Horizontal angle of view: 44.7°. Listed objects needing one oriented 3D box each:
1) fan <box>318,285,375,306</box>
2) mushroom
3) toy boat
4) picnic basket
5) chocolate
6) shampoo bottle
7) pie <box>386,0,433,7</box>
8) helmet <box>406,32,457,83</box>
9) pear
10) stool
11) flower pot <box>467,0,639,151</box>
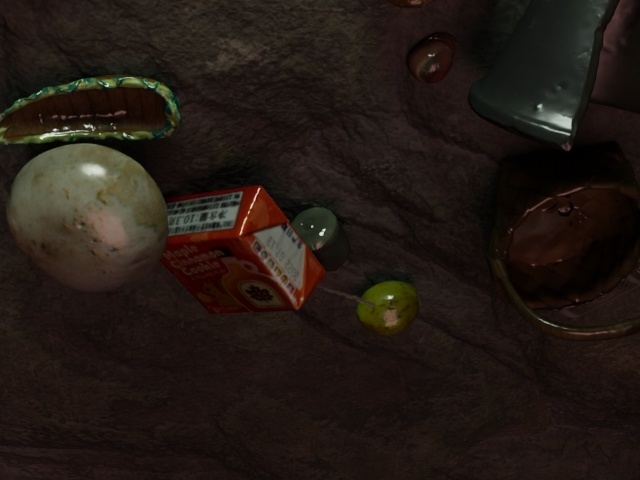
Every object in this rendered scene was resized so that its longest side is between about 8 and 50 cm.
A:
[{"bbox_3d":[-0.053,0.068,1.448,0.329,0.009,0.191,17,144,2],"label":"fan"},{"bbox_3d":[-0.347,-0.051,1.208,0.243,0.243,0.243,-4,136,-4],"label":"mushroom"},{"bbox_3d":[-0.355,-0.189,1.155,0.293,0.099,0.108,-9,135,-10],"label":"toy boat"},{"bbox_3d":[0.443,0.041,1.351,0.293,0.337,0.337,-9,136,1],"label":"picnic basket"},{"bbox_3d":[-0.150,0.025,1.332,0.237,0.108,0.235,-3,138,33],"label":"chocolate"},{"bbox_3d":[0.563,0.082,1.553,0.086,0.056,0.227,36,139,-11],"label":"shampoo bottle"},{"bbox_3d":[0.145,-0.397,1.050,0.195,0.046,0.195,-4,134,-4],"label":"pie"},{"bbox_3d":[0.173,-0.270,1.181,0.065,0.049,0.084,33,123,-33],"label":"helmet"},{"bbox_3d":[0.136,0.135,1.551,0.131,0.107,0.107,-15,136,12],"label":"pear"},{"bbox_3d":[0.000,0.000,1.401,0.096,0.096,0.110,-23,139,15],"label":"stool"},{"bbox_3d":[0.406,-0.272,1.059,0.379,0.379,0.251,2,114,-11],"label":"flower pot"}]
